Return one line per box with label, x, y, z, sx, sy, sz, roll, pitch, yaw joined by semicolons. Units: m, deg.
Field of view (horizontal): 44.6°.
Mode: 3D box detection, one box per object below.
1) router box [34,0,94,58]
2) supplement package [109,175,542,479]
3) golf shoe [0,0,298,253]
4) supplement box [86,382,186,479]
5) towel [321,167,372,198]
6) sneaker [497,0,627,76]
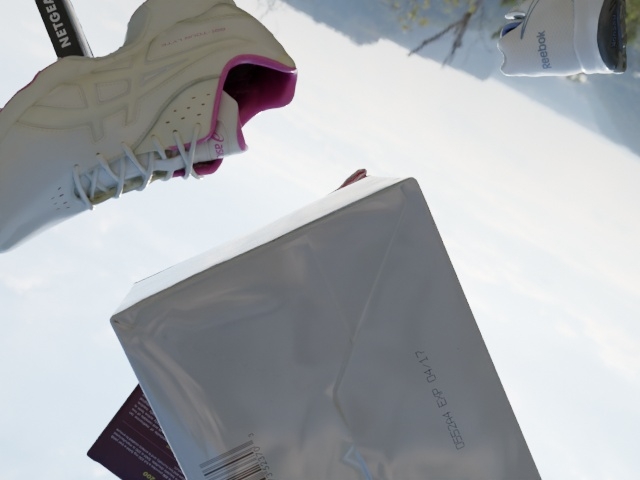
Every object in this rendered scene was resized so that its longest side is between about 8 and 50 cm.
router box;-0.425;-0.347;1.308;0.133;0.046;0.179;95;151;-80
supplement package;0.009;0.114;0.541;0.145;0.204;0.262;-145;31;-81
golf shoe;-0.144;-0.089;0.618;0.140;0.306;0.115;36;157;17
supplement box;-0.098;0.143;0.748;0.130;0.239;0.073;38;-172;-2
towel;0.000;0.000;1.032;0.144;0.197;0.029;-34;-114;-24
sneaker;0.268;-0.249;0.857;0.129;0.111;0.297;-6;-160;25
